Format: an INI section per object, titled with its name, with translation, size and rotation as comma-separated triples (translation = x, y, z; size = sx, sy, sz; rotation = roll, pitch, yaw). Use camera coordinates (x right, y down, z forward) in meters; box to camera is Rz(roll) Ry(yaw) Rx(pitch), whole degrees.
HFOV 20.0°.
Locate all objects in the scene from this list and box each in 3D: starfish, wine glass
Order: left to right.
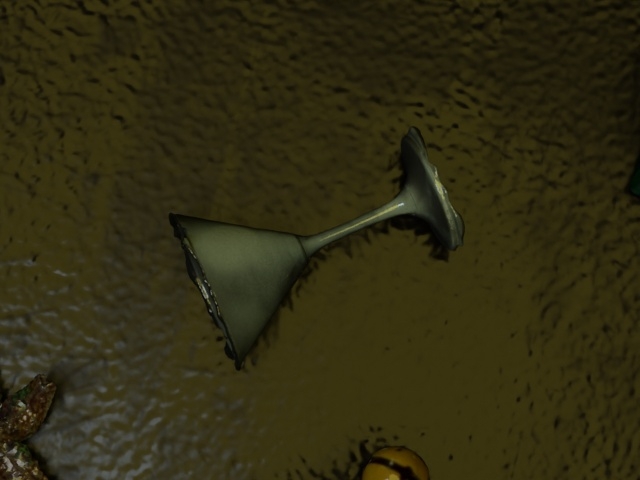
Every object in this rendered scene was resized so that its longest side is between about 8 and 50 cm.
[starfish]
translation = -0.292, 0.173, 1.620
size = 0.150, 0.053, 0.209
rotation = -43, 91, 8
[wine glass]
translation = 0.000, 0.000, 1.589
size = 0.232, 0.156, 0.156
rotation = -24, 85, -6

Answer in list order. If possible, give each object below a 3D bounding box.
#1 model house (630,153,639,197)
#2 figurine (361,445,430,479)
[model house]
translation = 0.438, -0.107, 1.551
size = 0.280, 0.249, 0.230
rotation = 19, 85, 1
[figurine]
translation = 0.010, 0.320, 1.465
size = 0.196, 0.323, 0.320
rotation = 34, 86, 3
